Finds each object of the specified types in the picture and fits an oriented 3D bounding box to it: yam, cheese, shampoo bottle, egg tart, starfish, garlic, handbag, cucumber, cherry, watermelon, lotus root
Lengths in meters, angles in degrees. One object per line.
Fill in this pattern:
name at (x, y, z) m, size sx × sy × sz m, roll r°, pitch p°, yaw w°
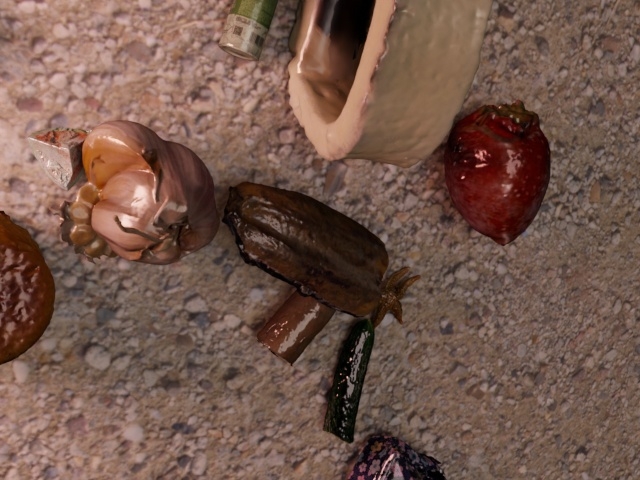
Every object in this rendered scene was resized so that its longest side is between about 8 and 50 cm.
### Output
yam at (-0.036, 0.128, 1.057) m, size 0.084 × 0.084 × 0.127 m, roll 43°, pitch 78°, yaw -27°
cheese at (0.079, -0.272, 0.919) m, size 0.153 × 0.292 × 0.332 m, roll 6°, pitch 110°, yaw -28°
shampoo bottle at (-0.085, -0.359, 0.937) m, size 0.065 × 0.065 × 0.205 m, roll 17°, pitch 92°, yaw -29°
egg tart at (-0.414, 0.061, 0.799) m, size 0.215 × 0.170 × 0.215 m, roll -3°, pitch 95°, yaw -41°
starfish at (0.104, 0.101, 1.143) m, size 0.130 × 0.041 × 0.133 m, roll 15°, pitch 94°, yaw -27°
garlic at (-0.248, -0.030, 0.845) m, size 0.207 × 0.257 × 0.207 m, roll 4°, pitch 114°, yaw 9°
handbag at (0.133, 0.479, 1.191) m, size 0.207 × 0.126 × 0.229 m, roll 33°, pitch 77°, yaw -28°
cucumber at (0.052, 0.235, 1.138) m, size 0.058 × 0.052 × 0.215 m, roll 12°, pitch 95°, yaw -19°
cherry at (0.298, -0.104, 1.122) m, size 0.175 × 0.192 × 0.250 m, roll -7°, pitch 115°, yaw 10°
watermelon at (-0.328, -0.107, 0.865) m, size 0.085 × 0.061 × 0.085 m, roll 0°, pitch 91°, yaw -25°
lotus root at (0.000, 0.000, 0.998) m, size 0.329 × 0.078 × 0.167 m, roll 26°, pitch 52°, yaw -41°
